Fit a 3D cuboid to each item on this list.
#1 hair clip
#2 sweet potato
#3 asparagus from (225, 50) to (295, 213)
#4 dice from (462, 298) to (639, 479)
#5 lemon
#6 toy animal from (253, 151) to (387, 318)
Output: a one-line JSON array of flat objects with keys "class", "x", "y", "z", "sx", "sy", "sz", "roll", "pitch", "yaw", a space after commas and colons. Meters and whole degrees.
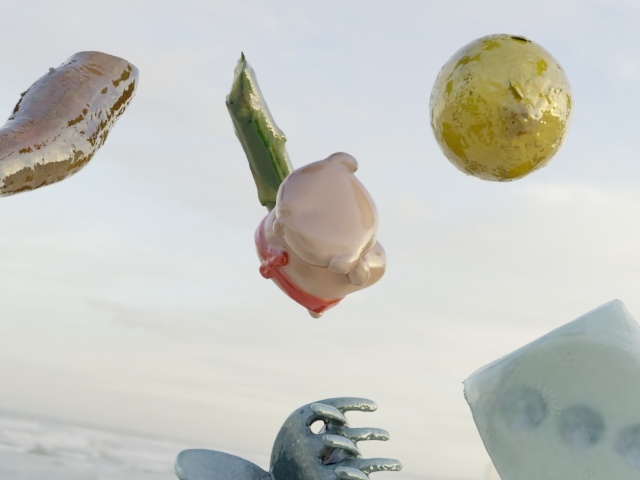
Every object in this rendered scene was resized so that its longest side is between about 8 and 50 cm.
[{"class": "hair clip", "x": 0.007, "y": 0.434, "z": 1.891, "sx": 0.392, "sy": 0.318, "sz": 0.238, "roll": 19, "pitch": -53, "yaw": -43}, {"class": "sweet potato", "x": -0.213, "y": -0.078, "z": 0.870, "sx": 0.077, "sy": 0.077, "sz": 0.243, "roll": 10, "pitch": 34, "yaw": 15}, {"class": "asparagus", "x": -0.096, "y": -0.160, "z": 1.916, "sx": 0.085, "sy": 0.082, "sz": 0.343, "roll": -18, "pitch": -53, "yaw": 8}, {"class": "dice", "x": 0.381, "y": 0.254, "z": 1.636, "sx": 0.262, "sy": 0.268, "sz": 0.265, "roll": -30, "pitch": -10, "yaw": 14}, {"class": "lemon", "x": 0.211, "y": -0.153, "z": 1.334, "sx": 0.173, "sy": 0.173, "sz": 0.206, "roll": 11, "pitch": 3, "yaw": -6}, {"class": "toy animal", "x": 0.000, "y": 0.000, "z": 1.407, "sx": 0.171, "sy": 0.171, "sz": 0.197, "roll": 11, "pitch": -27, "yaw": -8}]
